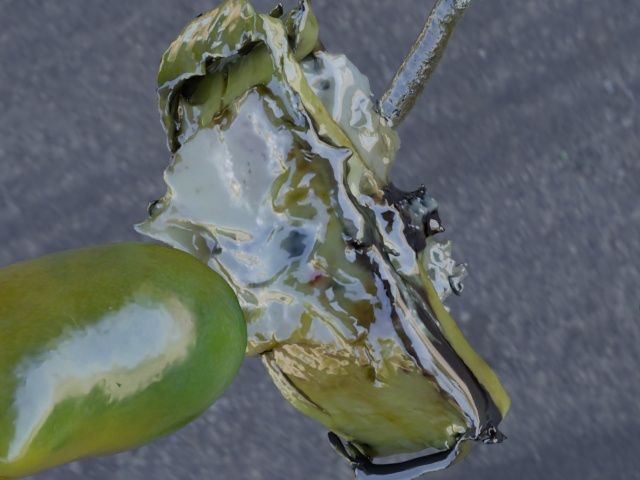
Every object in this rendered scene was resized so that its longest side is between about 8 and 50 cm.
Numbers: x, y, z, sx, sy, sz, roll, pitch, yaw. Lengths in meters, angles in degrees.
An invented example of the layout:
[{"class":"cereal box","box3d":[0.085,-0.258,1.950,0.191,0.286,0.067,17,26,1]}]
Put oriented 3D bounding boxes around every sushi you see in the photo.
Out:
[{"class":"sushi","box3d":[-0.004,0.002,1.134,0.139,0.131,0.291,-23,101,35]}]

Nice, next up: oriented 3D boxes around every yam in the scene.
[{"class":"yam","box3d":[0.075,-0.136,1.440,0.027,0.033,0.129,37,126,11]}]

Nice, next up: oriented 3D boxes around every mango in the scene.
[{"class":"mango","box3d":[-0.117,0.050,0.914,0.122,0.191,0.085,30,119,35]}]
